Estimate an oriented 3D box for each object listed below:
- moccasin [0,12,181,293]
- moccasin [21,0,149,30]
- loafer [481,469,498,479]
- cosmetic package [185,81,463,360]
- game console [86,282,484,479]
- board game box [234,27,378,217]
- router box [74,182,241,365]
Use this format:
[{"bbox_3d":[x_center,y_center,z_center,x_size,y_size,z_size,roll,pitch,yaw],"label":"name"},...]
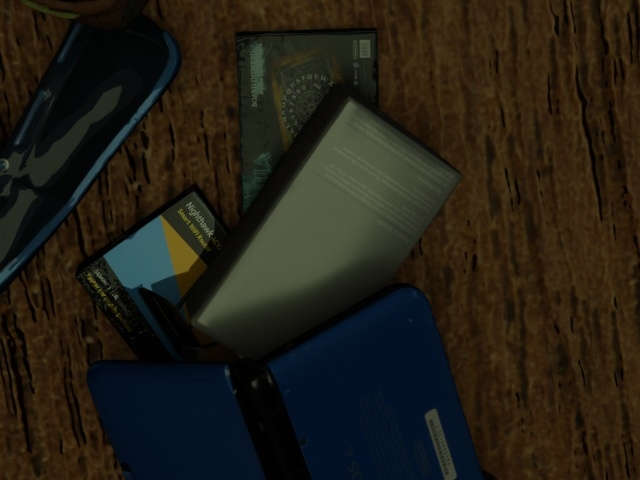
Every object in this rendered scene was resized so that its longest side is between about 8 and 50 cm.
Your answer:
[{"bbox_3d":[-0.259,-0.061,1.558,0.117,0.138,0.342,38,85,-6],"label":"moccasin"},{"bbox_3d":[-0.311,-0.285,1.458,0.380,0.147,0.139,36,103,6],"label":"moccasin"},{"bbox_3d":[0.043,0.307,1.671,0.302,0.109,0.095,-26,123,10],"label":"loafer"},{"bbox_3d":[0.000,0.000,1.547,0.127,0.107,0.238,36,97,-12],"label":"cosmetic package"},{"bbox_3d":[-0.018,0.189,1.536,0.250,0.173,0.293,-29,118,-21],"label":"game console"},{"bbox_3d":[-0.010,-0.093,1.599,0.126,0.026,0.186,-1,104,-2],"label":"board game box"},{"bbox_3d":[-0.114,0.058,1.620,0.133,0.046,0.179,-36,103,4],"label":"router box"}]
